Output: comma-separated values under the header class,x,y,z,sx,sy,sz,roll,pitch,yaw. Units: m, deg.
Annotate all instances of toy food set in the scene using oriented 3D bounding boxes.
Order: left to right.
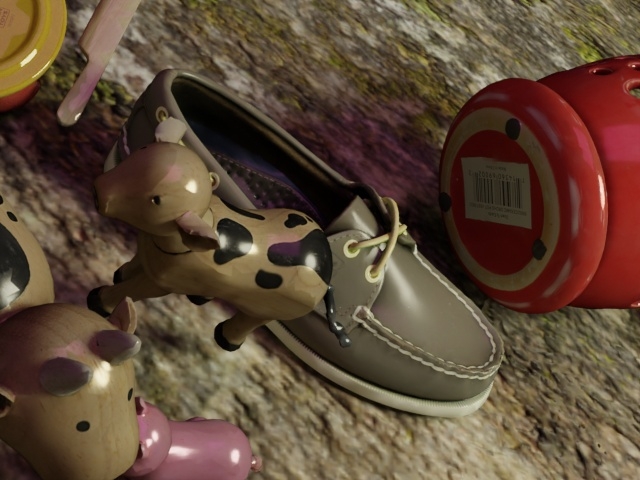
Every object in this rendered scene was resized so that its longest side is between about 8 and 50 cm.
class,x,y,z,sx,sy,sz,roll,pitch,yaw
toy food set,-0.244,-0.143,0.777,0.218,0.071,0.128,19,68,-13

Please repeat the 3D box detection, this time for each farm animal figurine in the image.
class,x,y,z,sx,sy,sz,roll,pitch,yaw
farm animal figurine,-0.139,0.031,0.541,0.327,0.172,0.330,45,46,-12

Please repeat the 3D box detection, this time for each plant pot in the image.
class,x,y,z,sx,sy,sz,roll,pitch,yaw
plant pot,0.195,-0.036,0.861,0.174,0.191,0.191,-12,58,-29

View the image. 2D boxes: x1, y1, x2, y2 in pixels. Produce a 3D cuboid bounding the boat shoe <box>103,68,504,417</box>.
class,x,y,z,sx,sy,sz,roll,pitch,yaw
boat shoe,-0.002,0.003,0.766,0.305,0.091,0.109,35,42,1
